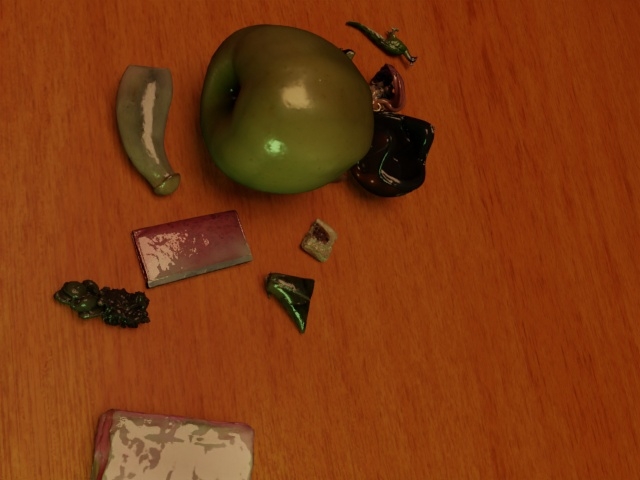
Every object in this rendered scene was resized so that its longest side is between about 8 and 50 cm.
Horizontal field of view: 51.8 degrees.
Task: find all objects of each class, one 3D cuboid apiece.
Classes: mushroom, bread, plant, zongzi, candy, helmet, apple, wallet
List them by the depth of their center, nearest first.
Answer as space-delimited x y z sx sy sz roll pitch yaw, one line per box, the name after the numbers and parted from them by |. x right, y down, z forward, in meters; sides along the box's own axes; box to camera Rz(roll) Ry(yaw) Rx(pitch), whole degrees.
-0.260 0.388 1.158 0.265 0.115 0.156 14 70 -25 | candy
-0.390 0.114 1.191 0.174 0.085 0.087 19 26 -21 | plant
-0.347 -0.225 1.319 0.118 0.103 0.270 -2 86 -28 | mushroom
-0.256 0.012 1.334 0.232 0.025 0.119 -14 83 -34 | wallet
-0.071 -0.264 1.356 0.357 0.357 0.357 10 69 -28 | apple
-0.072 0.131 1.395 0.109 0.055 0.119 14 79 -25 | zongzi
0.000 0.000 1.489 0.070 0.035 0.083 39 56 -17 | bread
0.160 -0.205 1.556 0.189 0.193 0.216 -17 79 -43 | helmet

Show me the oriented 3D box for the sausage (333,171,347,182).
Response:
0.028 -0.225 1.562 0.065 0.065 0.169 5 71 -30 | sausage

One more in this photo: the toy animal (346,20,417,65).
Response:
0.171 -0.552 1.772 0.216 0.041 0.075 29 63 -15 | toy animal

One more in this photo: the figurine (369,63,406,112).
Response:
0.144 -0.359 1.661 0.157 0.126 0.114 -42 142 -10 | figurine

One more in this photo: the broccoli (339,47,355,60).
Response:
0.022 -0.381 1.548 0.154 0.167 0.160 20 107 -25 | broccoli
